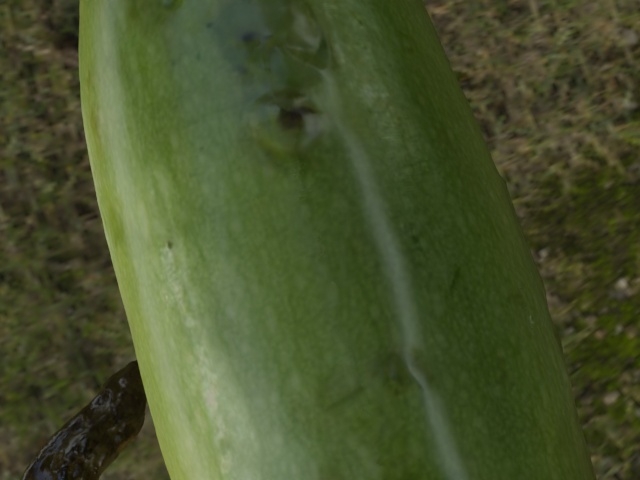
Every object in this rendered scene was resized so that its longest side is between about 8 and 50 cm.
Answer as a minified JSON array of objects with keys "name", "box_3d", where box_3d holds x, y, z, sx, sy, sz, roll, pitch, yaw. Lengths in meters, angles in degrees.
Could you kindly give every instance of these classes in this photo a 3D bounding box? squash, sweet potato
[{"name":"squash","box_3d":[-0.001,0.001,0.436,0.118,0.118,0.370,-17,88,36]},{"name":"sweet potato","box_3d":[-0.103,0.112,0.611,0.038,0.041,0.153,16,78,26]}]
